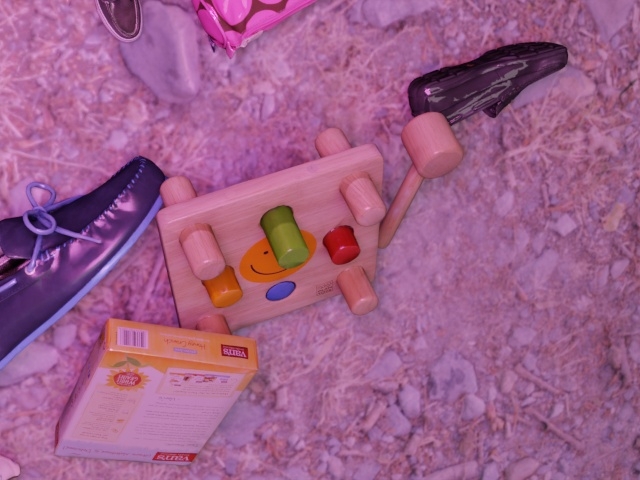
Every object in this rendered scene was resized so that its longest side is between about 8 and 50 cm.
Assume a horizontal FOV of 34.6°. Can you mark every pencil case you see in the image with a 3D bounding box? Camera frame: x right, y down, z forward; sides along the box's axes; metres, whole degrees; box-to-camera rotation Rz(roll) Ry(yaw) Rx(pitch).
[{"bbox_3d":[-0.047,-0.299,1.183,0.209,0.095,0.098,-33,77,-10],"label":"pencil case"}]

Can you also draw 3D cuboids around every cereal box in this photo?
[{"bbox_3d":[-0.194,0.182,1.183,0.173,0.047,0.240,11,138,-24],"label":"cereal box"}]

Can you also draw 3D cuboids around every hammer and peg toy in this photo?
[{"bbox_3d":[0.000,0.000,1.187,0.361,0.127,0.266,-18,146,-13],"label":"hammer and peg toy"}]

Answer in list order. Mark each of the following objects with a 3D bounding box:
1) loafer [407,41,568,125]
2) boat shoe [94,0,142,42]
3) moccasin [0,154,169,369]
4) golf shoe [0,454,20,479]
[{"bbox_3d":[0.218,-0.199,1.327,0.223,0.076,0.078,-21,114,-12],"label":"loafer"},{"bbox_3d":[-0.229,-0.288,1.136,0.049,0.040,0.142,-20,109,-17],"label":"boat shoe"},{"bbox_3d":[-0.314,0.023,1.124,0.342,0.137,0.117,-46,110,-8],"label":"moccasin"},{"bbox_3d":[-0.405,0.330,1.197,0.086,0.069,0.176,18,96,-31],"label":"golf shoe"}]
